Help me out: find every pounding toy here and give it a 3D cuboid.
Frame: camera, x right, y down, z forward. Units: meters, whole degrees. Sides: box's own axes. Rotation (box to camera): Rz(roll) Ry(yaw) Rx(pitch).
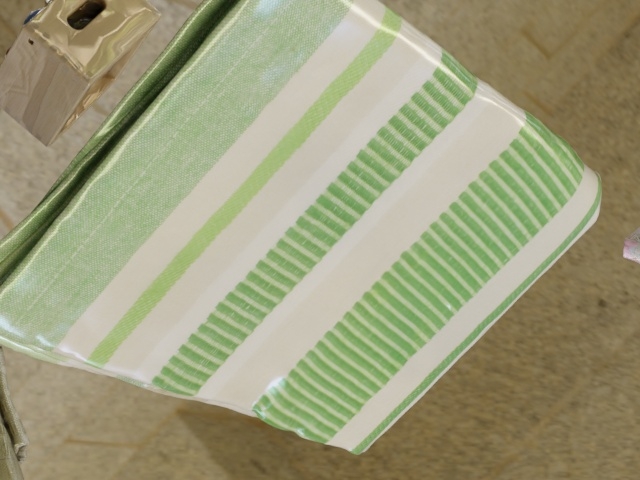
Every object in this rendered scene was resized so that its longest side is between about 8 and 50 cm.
[{"bbox_3d":[-0.218,-0.173,1.191,0.100,0.141,0.130,41,-39,-6],"label":"pounding toy"}]

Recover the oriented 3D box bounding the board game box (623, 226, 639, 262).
[{"bbox_3d":[0.298,0.001,1.077,0.090,0.090,0.020,23,-48,35],"label":"board game box"}]

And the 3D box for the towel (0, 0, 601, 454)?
[{"bbox_3d":[0.000,0.000,0.740,0.248,0.325,0.038,-46,-130,16],"label":"towel"}]

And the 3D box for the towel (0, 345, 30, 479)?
[{"bbox_3d":[-0.279,0.091,1.102,0.312,0.056,0.324,126,-46,-59],"label":"towel"}]
